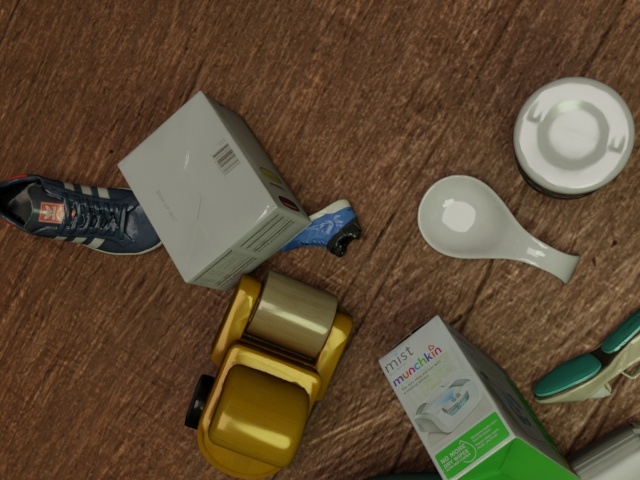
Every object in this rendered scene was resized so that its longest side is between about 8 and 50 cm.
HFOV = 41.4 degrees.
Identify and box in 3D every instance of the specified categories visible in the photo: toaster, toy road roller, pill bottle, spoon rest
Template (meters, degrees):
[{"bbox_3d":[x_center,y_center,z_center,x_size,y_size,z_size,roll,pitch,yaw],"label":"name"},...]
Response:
[{"bbox_3d":[0.483,0.385,1.320,0.146,0.129,0.227,-35,79,7],"label":"toaster"},{"bbox_3d":[-0.083,0.229,1.383,0.203,0.240,0.329,22,92,-8],"label":"toy road roller"},{"bbox_3d":[0.372,-0.142,1.270,0.161,0.283,0.161,0,90,14],"label":"pill bottle"},{"bbox_3d":[0.291,-0.012,1.393,0.276,0.084,0.137,26,95,12],"label":"spoon rest"}]

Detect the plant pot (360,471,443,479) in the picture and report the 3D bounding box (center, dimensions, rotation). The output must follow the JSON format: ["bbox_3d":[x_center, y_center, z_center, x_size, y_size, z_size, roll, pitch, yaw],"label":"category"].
[{"bbox_3d":[0.123,0.505,1.336,0.235,0.293,0.292,-2,89,27],"label":"plant pot"}]

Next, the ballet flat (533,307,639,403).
[{"bbox_3d":[0.462,0.204,1.355,0.248,0.086,0.086,-38,81,10],"label":"ballet flat"}]

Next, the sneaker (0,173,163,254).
[{"bbox_3d":[-0.449,-0.046,1.545,0.350,0.148,0.131,7,91,14],"label":"sneaker"}]

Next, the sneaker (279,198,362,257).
[{"bbox_3d":[0.000,0.000,1.478,0.152,0.058,0.084,-29,74,6],"label":"sneaker"}]

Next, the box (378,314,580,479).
[{"bbox_3d":[0.236,0.273,1.274,0.127,0.262,0.231,-40,46,12],"label":"box"}]

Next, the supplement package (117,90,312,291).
[{"bbox_3d":[-0.181,-0.081,1.452,0.204,0.145,0.261,-39,69,12],"label":"supplement package"}]
